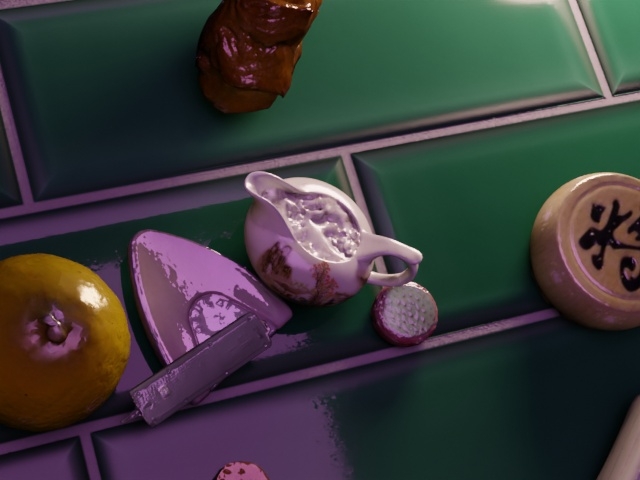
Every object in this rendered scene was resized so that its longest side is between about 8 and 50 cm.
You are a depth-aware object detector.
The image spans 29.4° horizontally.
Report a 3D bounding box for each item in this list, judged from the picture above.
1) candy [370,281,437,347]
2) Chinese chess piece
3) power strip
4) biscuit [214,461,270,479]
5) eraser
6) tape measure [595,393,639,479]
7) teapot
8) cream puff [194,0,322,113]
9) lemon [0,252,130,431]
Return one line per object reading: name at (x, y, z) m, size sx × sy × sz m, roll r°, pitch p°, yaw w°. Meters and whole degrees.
candy at (0.128, 0.112, 1.858) m, size 0.103 × 0.043 × 0.103 m, roll 4°, pitch 70°, yaw -12°
Chinese chess piece at (0.462, 0.017, 1.952) m, size 0.257 × 0.104 × 0.257 m, roll 5°, pitch 71°, yaw -14°
power strip at (-0.175, 0.185, 1.702) m, size 0.253 × 0.027 × 0.060 m, roll -33°, pitch 95°, yaw -24°
biscuit at (-0.115, 0.381, 1.707) m, size 0.118 × 0.023 × 0.140 m, roll -4°, pitch 74°, yaw -17°
eraser at (-0.189, 0.085, 1.768) m, size 0.204 × 0.059 × 0.243 m, roll -41°, pitch 90°, yaw -23°
tape measure at (0.537, 0.367, 1.843) m, size 0.265 × 0.130 × 0.258 m, roll 34°, pitch 69°, yaw -8°
teapot at (0.000, 0.000, 1.795) m, size 0.298 × 0.139 × 0.204 m, roll 21°, pitch 50°, yaw -19°
cream puff at (-0.095, -0.319, 1.858) m, size 0.155 × 0.241 × 0.269 m, roll 21°, pitch 96°, yaw -2°
lemon at (-0.369, 0.131, 1.617) m, size 0.240 × 0.219 × 0.240 m, roll 5°, pitch 73°, yaw -18°
